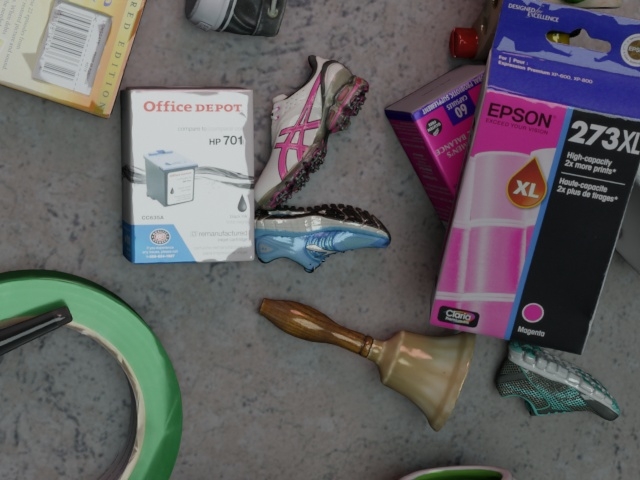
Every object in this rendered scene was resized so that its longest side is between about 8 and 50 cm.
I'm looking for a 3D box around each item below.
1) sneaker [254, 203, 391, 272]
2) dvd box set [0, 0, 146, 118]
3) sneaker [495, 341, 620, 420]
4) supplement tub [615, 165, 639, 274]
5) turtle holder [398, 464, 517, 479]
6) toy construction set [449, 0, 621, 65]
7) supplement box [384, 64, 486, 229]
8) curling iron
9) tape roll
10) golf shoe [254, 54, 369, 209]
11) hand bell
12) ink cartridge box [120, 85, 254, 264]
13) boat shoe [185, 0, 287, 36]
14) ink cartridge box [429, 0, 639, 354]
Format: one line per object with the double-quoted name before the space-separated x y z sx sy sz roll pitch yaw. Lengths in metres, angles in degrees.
"sneaker" 0.000 0.000 1.644 0.162 0.063 0.073 1 110 -7
"dvd box set" -0.378 -0.335 1.506 0.420 0.062 0.307 16 92 -14
"sneaker" 0.282 0.183 1.731 0.166 0.065 0.076 28 105 -12
"supplement tub" 0.479 -0.117 1.645 0.331 0.241 0.241 -31 102 -9
"turtle holder" 0.136 0.378 1.640 0.243 0.320 0.227 -17 102 -44
"toy construction set" 0.199 -0.331 1.556 0.309 0.237 0.257 25 90 -14
"supplement box" 0.182 -0.079 1.644 0.111 0.114 0.220 -31 104 -9
"curling iron" -0.381 0.141 1.490 0.274 0.035 0.068 -30 95 -8
"tape roll" -0.315 0.194 1.571 0.321 0.077 0.321 -2 96 -14
"golf shoe" -0.027 -0.121 1.620 0.086 0.067 0.186 34 85 10
"hand bell" 0.043 0.120 1.651 0.242 0.126 0.126 20 91 -3
"ink cartridge box" -0.146 -0.073 1.581 0.140 0.082 0.190 -2 98 -13
"boat shoe" -0.054 -0.385 1.564 0.119 0.121 0.335 11 104 -22
"ink cartridge box" 0.237 -0.062 1.519 0.176 0.069 0.371 11 114 1
